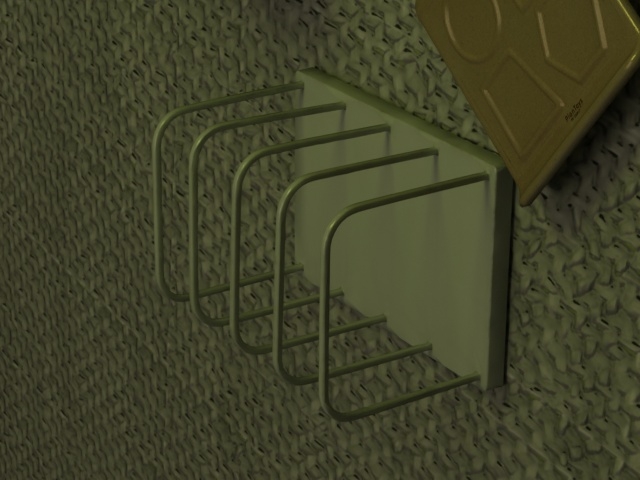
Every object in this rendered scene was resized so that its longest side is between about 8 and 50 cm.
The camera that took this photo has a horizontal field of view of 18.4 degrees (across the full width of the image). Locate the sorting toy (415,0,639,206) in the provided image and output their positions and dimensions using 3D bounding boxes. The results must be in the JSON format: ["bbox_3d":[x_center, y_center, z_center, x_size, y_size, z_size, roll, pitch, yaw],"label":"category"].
[{"bbox_3d":[0.152,-0.158,1.421,0.208,0.038,0.193,66,148,24],"label":"sorting toy"}]

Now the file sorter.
[{"bbox_3d":[0.000,0.000,1.595,0.278,0.173,0.192,31,127,50],"label":"file sorter"}]
